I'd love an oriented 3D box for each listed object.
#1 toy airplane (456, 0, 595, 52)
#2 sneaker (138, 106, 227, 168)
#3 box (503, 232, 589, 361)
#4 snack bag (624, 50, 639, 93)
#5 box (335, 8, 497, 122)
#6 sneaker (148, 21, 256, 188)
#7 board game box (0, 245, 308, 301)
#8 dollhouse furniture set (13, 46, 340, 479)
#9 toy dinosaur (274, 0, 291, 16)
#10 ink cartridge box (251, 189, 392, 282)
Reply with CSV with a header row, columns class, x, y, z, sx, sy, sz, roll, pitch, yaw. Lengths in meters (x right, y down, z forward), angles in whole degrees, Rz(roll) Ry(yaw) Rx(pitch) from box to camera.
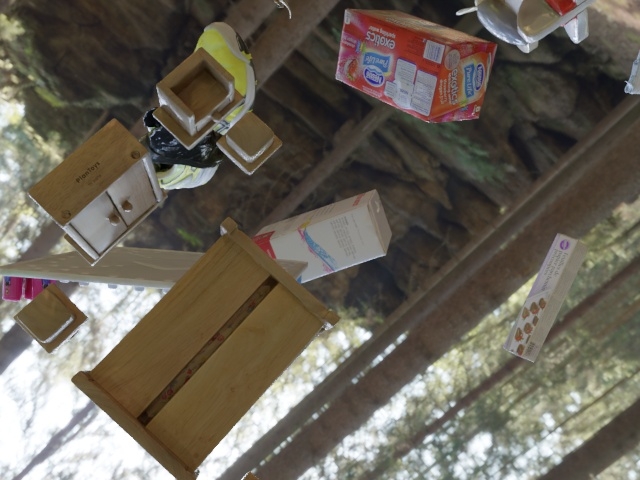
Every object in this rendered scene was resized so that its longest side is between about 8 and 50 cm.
class,x,y,z,sx,sy,sz,roll,pitch,yaw
toy airplane,0.319,-0.492,1.217,0.384,0.272,0.386,-67,-40,-66
sneaker,-0.155,-0.129,0.854,0.170,0.089,0.051,-8,-108,-50
box,0.565,0.144,1.744,0.067,0.324,0.063,23,-177,-39
snack bag,0.781,-0.465,1.498,0.037,0.323,0.342,29,-156,37
box,0.152,-0.300,1.173,0.123,0.128,0.257,-11,-147,-35
sneaker,-0.242,-0.236,1.340,0.145,0.384,0.147,42,-140,18
board game box,-0.231,0.060,1.106,0.390,0.050,0.390,5,-176,4
dollhouse furniture set,-0.094,0.051,0.697,0.355,0.303,0.174,43,166,2
toy dinosaur,-0.126,-0.719,2.040,0.183,0.053,0.092,32,-166,-36
ink cartridge box,0.000,0.000,1.629,0.226,0.306,0.131,-55,-53,-74
